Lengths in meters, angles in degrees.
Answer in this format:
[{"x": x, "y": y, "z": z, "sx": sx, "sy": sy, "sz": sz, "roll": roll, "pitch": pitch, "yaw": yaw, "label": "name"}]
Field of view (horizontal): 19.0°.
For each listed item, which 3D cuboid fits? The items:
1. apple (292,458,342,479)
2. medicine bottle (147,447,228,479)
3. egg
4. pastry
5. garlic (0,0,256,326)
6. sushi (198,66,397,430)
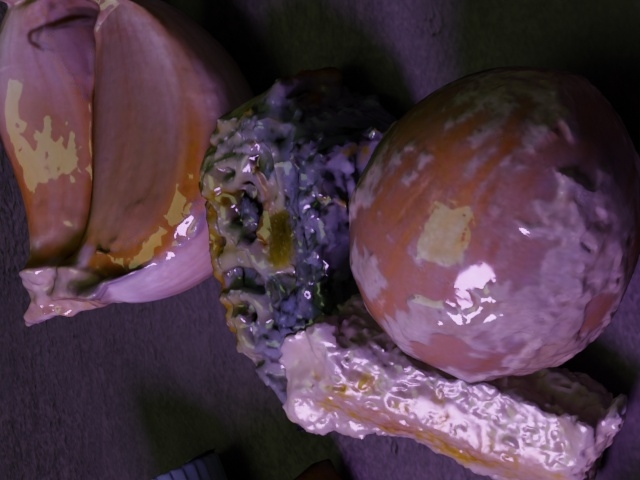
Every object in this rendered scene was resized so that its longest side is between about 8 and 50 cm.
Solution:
[{"x": -0.080, "y": 0.367, "z": 1.741, "sx": 0.346, "sy": 0.254, "sz": 0.179, "roll": -45, "pitch": 39, "yaw": 17, "label": "apple"}, {"x": -0.110, "y": 0.380, "z": 1.902, "sx": 0.158, "sy": 0.158, "sz": 0.318, "roll": -31, "pitch": 80, "yaw": 58, "label": "medicine bottle"}, {"x": 0.119, "y": -0.013, "z": 1.296, "sx": 0.203, "sy": 0.203, "sz": 0.245, "roll": 54, "pitch": 143, "yaw": 25, "label": "egg"}, {"x": 0.096, "y": 0.119, "z": 1.420, "sx": 0.258, "sy": 0.089, "sz": 0.121, "roll": 18, "pitch": 124, "yaw": 15, "label": "pastry"}, {"x": -0.181, "y": -0.087, "z": 1.717, "sx": 0.286, "sy": 0.249, "sz": 0.313, "roll": 143, "pitch": 127, "yaw": -73, "label": "garlic"}, {"x": 0.000, "y": 0.000, "z": 1.543, "sx": 0.184, "sy": 0.139, "sz": 0.274, "roll": 10, "pitch": 111, "yaw": 53, "label": "sushi"}]
